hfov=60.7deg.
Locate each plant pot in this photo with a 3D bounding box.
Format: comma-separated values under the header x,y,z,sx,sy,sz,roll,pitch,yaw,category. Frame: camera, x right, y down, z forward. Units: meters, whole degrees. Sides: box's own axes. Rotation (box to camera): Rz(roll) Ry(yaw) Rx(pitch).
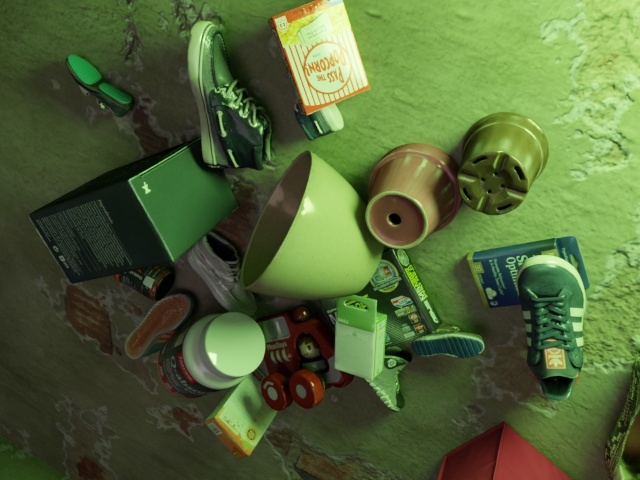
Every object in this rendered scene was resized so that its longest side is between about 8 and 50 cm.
x,y,z,sx,sy,sz,roll,pitch,yaw,category
0.336,-0.137,1.029,0.166,0.165,0.167,12,123,19,plant pot
0.182,-0.079,1.132,0.201,0.180,0.201,12,124,19,plant pot

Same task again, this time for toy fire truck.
x,y,z,sx,sy,sz,roll,pitch,yaw,category
-0.059,0.310,1.499,0.302,0.169,0.254,-22,88,45,toy fire truck

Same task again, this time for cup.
x,y,z,sx,sy,sz,roll,pitch,yaw,category
0.000,0.000,1.218,0.236,0.331,0.331,25,130,-17,cup

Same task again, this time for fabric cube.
x,y,z,sx,sy,sz,roll,pitch,yaw,category
0.463,0.680,1.393,0.258,0.259,0.254,41,129,0,fabric cube

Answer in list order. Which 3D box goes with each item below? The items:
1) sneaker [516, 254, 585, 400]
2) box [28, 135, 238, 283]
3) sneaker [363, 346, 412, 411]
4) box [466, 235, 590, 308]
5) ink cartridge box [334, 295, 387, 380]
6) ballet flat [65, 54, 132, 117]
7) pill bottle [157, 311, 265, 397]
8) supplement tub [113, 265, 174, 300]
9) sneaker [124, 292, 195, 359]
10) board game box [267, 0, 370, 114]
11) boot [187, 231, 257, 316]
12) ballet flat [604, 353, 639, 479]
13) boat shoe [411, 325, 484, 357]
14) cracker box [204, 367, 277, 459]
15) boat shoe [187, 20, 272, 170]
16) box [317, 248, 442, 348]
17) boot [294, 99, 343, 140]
x,y,z,sx,sy,sz,roll,pitch,yaw,category
0.481,0.193,1.126,0.131,0.148,0.350,-7,126,29,sneaker
-0.467,-0.075,1.392,0.395,0.293,0.212,-12,113,32,box
0.199,0.359,1.451,0.132,0.086,0.229,-34,122,10,sneaker
0.446,0.071,1.180,0.225,0.036,0.136,-13,112,31,box
0.096,0.219,1.310,0.109,0.062,0.209,11,110,31,ink cartridge box
-0.574,-0.387,1.404,0.203,0.074,0.074,38,128,-1,ballet flat
-0.314,0.326,1.561,0.210,0.210,0.363,49,142,-7,pill bottle
-0.550,0.096,1.655,0.197,0.106,0.106,27,127,10,supplement tub
-0.489,0.263,1.738,0.302,0.121,0.108,-40,74,20,sneaker
-0.001,-0.367,1.085,0.146,0.045,0.194,-25,111,-10,board game box
-0.255,0.093,1.508,0.258,0.095,0.123,45,135,-3,boot
0.713,0.452,1.178,0.164,0.182,0.483,6,121,23,ballet flat
0.312,0.238,1.326,0.183,0.066,0.066,-6,113,36,boat shoe
-0.224,0.515,1.659,0.067,0.232,0.156,-33,100,38,cracker box
-0.190,-0.313,1.231,0.158,0.127,0.341,10,130,14,boat shoe
0.131,0.157,1.343,0.270,0.060,0.216,-27,89,36,box
-0.030,-0.307,1.172,0.086,0.069,0.190,-19,109,28,boot
